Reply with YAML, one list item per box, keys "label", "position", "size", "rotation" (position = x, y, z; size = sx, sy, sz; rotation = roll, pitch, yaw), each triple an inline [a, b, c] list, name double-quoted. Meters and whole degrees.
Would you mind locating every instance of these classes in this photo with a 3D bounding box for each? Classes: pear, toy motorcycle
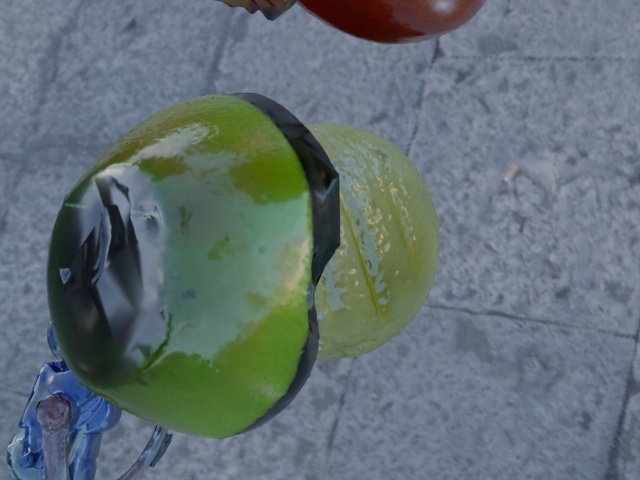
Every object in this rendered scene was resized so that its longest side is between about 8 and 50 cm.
- label: "pear"
  position: [-0.172, 0.024, 1.070]
  size: [0.399, 0.165, 0.398]
  rotation: [-3, 85, 41]
- label: "toy motorcycle"
  position: [-0.367, 0.283, 1.609]
  size: [0.182, 0.241, 0.319]
  rotation: [12, 84, 71]

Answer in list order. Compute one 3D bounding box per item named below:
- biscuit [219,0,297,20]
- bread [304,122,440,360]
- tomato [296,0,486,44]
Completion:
- label: "biscuit"
  position: [-0.046, -0.187, 0.249]
  size: [0.013, 0.237, 0.232]
  rotation: [15, 100, 28]
- label: "bread"
  position: [0.008, 0.000, 1.329]
  size: [0.237, 0.320, 0.320]
  rotation: [0, 67, 48]
- label: "tomato"
  position: [0.059, -0.327, 0.863]
  size: [0.226, 0.298, 0.298]
  rotation: [13, 70, -11]
